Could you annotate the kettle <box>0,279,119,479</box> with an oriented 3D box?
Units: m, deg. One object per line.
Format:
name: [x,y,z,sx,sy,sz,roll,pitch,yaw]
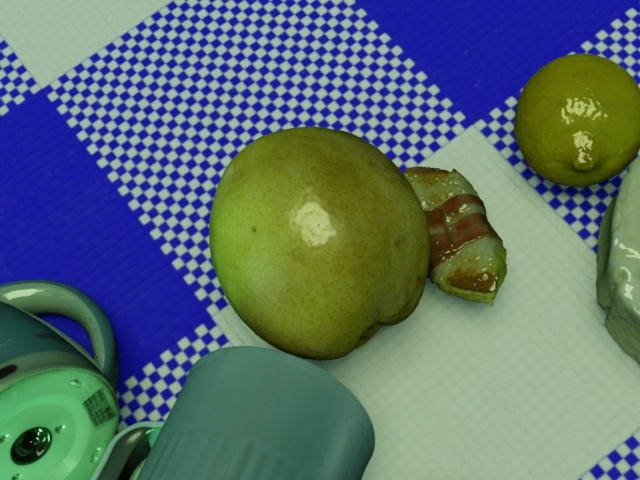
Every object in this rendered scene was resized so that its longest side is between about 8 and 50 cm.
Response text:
kettle: [-0.435,0.177,1.380,0.319,0.247,0.342,-28,42,-29]

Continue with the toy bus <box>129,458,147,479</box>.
toy bus: [-0.304,0.349,1.378,0.172,0.057,0.072,-43,80,-11]

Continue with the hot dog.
hot dog: [0.194,0.000,1.447,0.123,0.093,0.262,-20,52,7]

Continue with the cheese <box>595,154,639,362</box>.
cheese: [0.521,0.037,1.366,0.292,0.153,0.332,18,70,12]

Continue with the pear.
pear: [0.000,0.000,1.359,0.314,0.314,0.314,-2,68,5]

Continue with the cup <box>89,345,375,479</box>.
cup: [-0.133,0.313,1.200,0.331,0.257,0.311,20,44,6]

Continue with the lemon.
lemon: [0.373,-0.175,1.450,0.186,0.187,0.244,9,38,9]
